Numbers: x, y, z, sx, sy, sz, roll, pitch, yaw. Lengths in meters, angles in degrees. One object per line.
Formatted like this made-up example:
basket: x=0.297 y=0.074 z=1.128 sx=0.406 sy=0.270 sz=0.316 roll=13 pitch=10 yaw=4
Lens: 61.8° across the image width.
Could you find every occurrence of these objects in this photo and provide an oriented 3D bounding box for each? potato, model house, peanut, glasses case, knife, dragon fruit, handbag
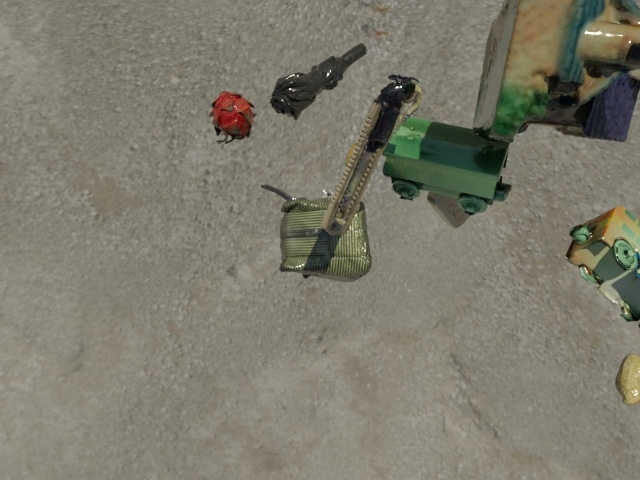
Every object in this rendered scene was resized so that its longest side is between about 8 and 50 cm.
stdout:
potato: x=0.111 y=-0.282 z=1.785 sx=0.045 sy=0.046 sz=0.092 roll=12 pitch=80 yaw=21
model house: x=0.419 y=-0.268 z=0.865 sx=0.280 sy=0.312 sz=0.245 roll=9 pitch=103 yaw=8
peanut: x=0.409 y=0.183 z=0.705 sx=0.037 sy=0.083 sz=0.037 roll=20 pitch=139 yaw=18
glasses case: x=0.366 y=-0.101 z=1.512 sx=0.083 sy=0.050 sz=0.196 roll=-48 pitch=141 yaw=7
knife: x=0.094 y=-0.152 z=1.061 sx=0.089 sy=0.043 sz=0.365 roll=17 pitch=120 yaw=-15
dragon fruit: x=-0.241 y=-0.337 z=1.463 sx=0.130 sy=0.121 sz=0.142 roll=-14 pitch=138 yaw=21
handbag: x=0.000 y=0.000 z=1.531 sx=0.240 sy=0.341 sz=0.247 roll=-2 pitch=84 yaw=-6

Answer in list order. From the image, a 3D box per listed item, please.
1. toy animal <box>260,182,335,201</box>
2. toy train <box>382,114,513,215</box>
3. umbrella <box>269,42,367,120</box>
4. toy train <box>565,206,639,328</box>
toy animal: x=-0.014 y=-0.103 z=1.821 sx=0.206 sy=0.081 sz=0.367 roll=-39 pitch=90 yaw=-21
toy train: x=0.284 y=-0.166 z=1.217 sx=0.300 sy=0.120 sz=0.202 roll=17 pitch=156 yaw=19
umbrella: x=0.003 y=-0.455 z=1.480 sx=0.340 sy=0.118 sz=0.118 roll=-40 pitch=115 yaw=-20
toy train: x=0.416 y=0.036 z=0.716 sx=0.188 sy=0.099 sz=0.072 roll=44 pitch=150 yaw=-2
